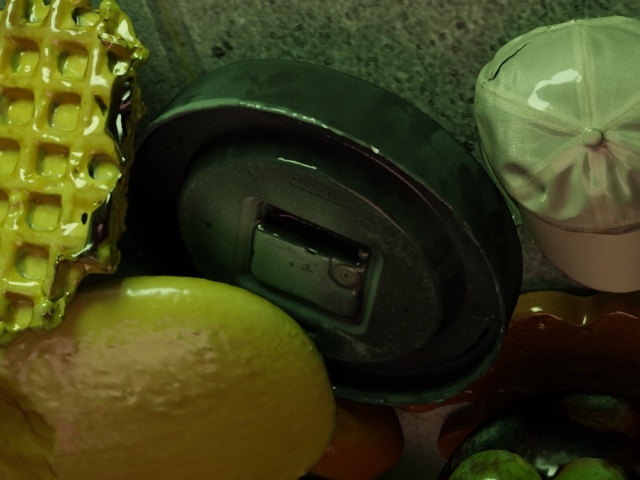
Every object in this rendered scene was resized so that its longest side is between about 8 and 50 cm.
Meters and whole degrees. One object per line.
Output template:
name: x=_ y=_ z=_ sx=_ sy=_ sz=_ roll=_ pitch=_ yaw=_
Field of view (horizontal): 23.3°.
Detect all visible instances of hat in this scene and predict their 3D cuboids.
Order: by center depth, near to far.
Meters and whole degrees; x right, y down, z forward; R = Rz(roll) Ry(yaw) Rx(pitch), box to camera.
hat: x=0.235 y=-0.056 z=1.308 sx=0.232 sy=0.161 sz=0.275 roll=3 pitch=137 yaw=18

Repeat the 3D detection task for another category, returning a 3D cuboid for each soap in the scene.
soap: x=-0.199 y=0.161 z=1.452 sx=0.427 sy=0.115 sz=0.306 roll=-11 pitch=127 yaw=13

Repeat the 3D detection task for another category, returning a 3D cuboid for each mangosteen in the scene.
mangosteen: x=0.233 y=0.297 z=1.445 sx=0.306 sy=0.359 sz=0.306 roll=2 pitch=94 yaw=22

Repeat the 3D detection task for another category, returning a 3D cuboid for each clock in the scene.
clock: x=0.000 y=0.000 z=1.412 sx=0.386 sy=0.076 sz=0.386 roll=20 pitch=142 yaw=16

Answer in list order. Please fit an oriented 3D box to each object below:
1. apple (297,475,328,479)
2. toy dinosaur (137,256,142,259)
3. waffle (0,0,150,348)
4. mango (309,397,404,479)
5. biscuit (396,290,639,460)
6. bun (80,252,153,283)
apple: x=-0.001 y=0.446 z=1.687 sx=0.346 sy=0.391 sz=0.391 roll=36 pitch=131 yaw=-18
toy dinosaur: x=-0.219 y=0.075 z=1.630 sx=0.126 sy=0.039 sz=0.162 roll=-4 pitch=133 yaw=15
waffle: x=-0.271 y=-0.066 z=1.355 sx=0.307 sy=0.312 sz=0.060 roll=-27 pitch=163 yaw=14
mango: x=-0.026 y=0.167 z=1.598 sx=0.253 sy=0.138 sz=0.113 roll=29 pitch=103 yaw=-7
biscuit: x=0.229 y=0.132 z=1.559 sx=0.334 sy=0.047 sz=0.202 roll=-25 pitch=124 yaw=35
bun: x=-0.226 y=0.104 z=1.557 sx=0.195 sy=0.118 sz=0.195 roll=-1 pitch=129 yaw=-2
